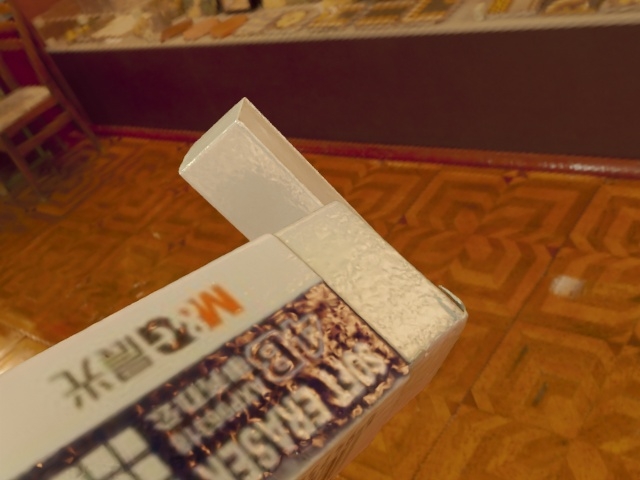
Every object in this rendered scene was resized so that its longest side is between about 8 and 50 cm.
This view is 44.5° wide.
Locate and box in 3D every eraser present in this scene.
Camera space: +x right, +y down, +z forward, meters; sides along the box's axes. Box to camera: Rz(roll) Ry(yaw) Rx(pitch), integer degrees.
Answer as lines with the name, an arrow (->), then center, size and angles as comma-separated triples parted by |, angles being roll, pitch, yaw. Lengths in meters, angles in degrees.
eraser -> 0.000, -0.001, 0.767 | 0.078, 0.298, 0.076 | -40, 19, 17
eraser -> -0.050, 0.085, 0.408 | 0.130, 0.086, 0.287 | 41, 42, 19
